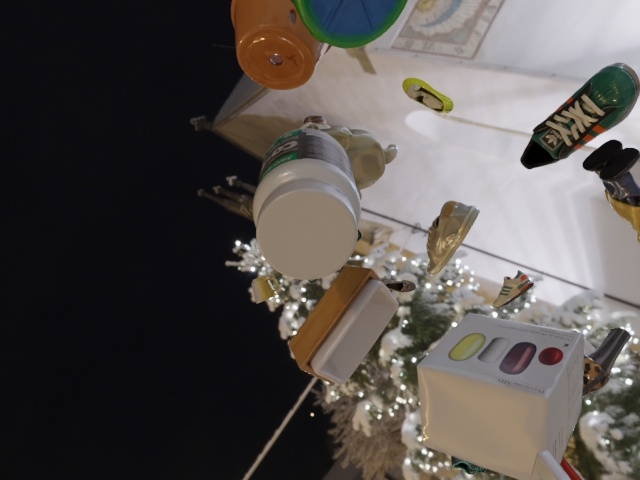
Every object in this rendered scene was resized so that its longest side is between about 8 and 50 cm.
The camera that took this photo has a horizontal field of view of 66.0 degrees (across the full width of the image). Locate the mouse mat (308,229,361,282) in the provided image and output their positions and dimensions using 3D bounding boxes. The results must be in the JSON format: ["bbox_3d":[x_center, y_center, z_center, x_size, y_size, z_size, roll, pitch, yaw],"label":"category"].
[{"bbox_3d":[0.000,0.000,1.307,0.190,0.152,0.007,-44,-26,10],"label":"mouse mat"}]

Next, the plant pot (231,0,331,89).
[{"bbox_3d":[-0.101,-0.533,1.270,0.291,0.291,0.203,55,-143,-53],"label":"plant pot"}]

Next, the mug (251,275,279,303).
[{"bbox_3d":[-0.150,0.128,1.336,0.078,0.064,0.062,-23,-6,2],"label":"mug"}]

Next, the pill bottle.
[{"bbox_3d":[-0.027,-0.085,0.979,0.361,0.204,0.204,-95,9,-64],"label":"pill bottle"}]

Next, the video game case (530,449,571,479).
[{"bbox_3d":[0.303,0.357,0.586,0.019,0.157,0.143,-15,-54,-10],"label":"video game case"}]

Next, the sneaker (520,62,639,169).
[{"bbox_3d":[0.525,-0.235,1.023,0.121,0.108,0.302,-33,-15,-15],"label":"sneaker"}]

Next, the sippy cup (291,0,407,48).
[{"bbox_3d":[0.019,-0.510,0.915,0.306,0.224,0.240,25,-68,-44],"label":"sippy cup"}]

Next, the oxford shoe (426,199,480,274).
[{"bbox_3d":[0.456,-0.011,1.815,0.169,0.130,0.449,-55,-14,-24],"label":"oxford shoe"}]

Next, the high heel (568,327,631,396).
[{"bbox_3d":[0.582,0.299,1.151,0.186,0.093,0.261,-41,-11,-23],"label":"high heel"}]

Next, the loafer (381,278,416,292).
[{"bbox_3d":[0.263,0.155,1.650,0.039,0.125,0.045,-135,53,-78],"label":"loafer"}]

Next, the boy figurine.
[{"bbox_3d":[0.662,-0.075,1.015,0.285,0.177,0.092,38,-74,-23],"label":"boy figurine"}]

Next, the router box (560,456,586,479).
[{"bbox_3d":[0.520,0.552,0.887,0.082,0.301,0.335,-39,-43,7],"label":"router box"}]

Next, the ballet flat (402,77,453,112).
[{"bbox_3d":[0.382,-0.532,1.810,0.077,0.231,0.077,-32,-31,-40],"label":"ballet flat"}]

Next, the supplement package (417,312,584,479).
[{"bbox_3d":[0.287,0.234,0.776,0.203,0.194,0.149,-26,-66,-48],"label":"supplement package"}]

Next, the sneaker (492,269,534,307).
[{"bbox_3d":[0.632,0.162,1.652,0.057,0.075,0.161,-4,-35,-43],"label":"sneaker"}]

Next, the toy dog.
[{"bbox_3d":[0.021,-0.305,1.692,0.396,0.408,0.284,-31,-61,-12],"label":"toy dog"}]

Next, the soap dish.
[{"bbox_3d":[0.061,0.216,1.260,0.290,0.118,0.229,-53,-32,-7],"label":"soap dish"}]

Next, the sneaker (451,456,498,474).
[{"bbox_3d":[0.507,0.746,1.624,0.076,0.167,0.064,-49,-35,-59],"label":"sneaker"}]
